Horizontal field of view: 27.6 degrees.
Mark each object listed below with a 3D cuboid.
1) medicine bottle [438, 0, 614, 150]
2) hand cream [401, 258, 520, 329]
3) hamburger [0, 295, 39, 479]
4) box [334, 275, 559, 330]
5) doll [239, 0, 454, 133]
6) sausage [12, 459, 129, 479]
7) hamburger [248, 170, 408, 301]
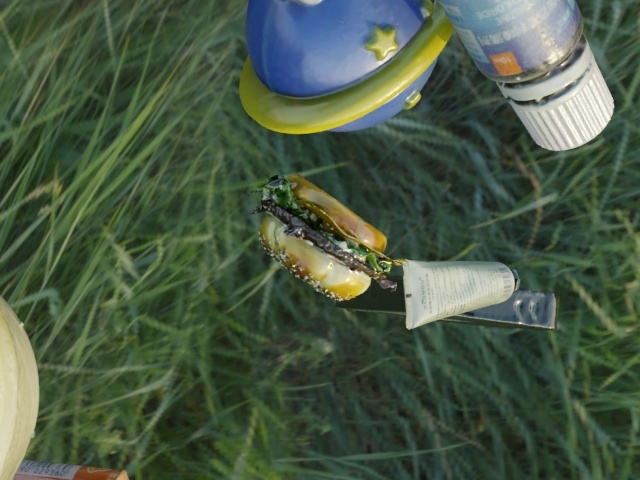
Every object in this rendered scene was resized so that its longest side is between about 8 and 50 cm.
[{"bbox_3d":[0.139,-0.152,0.908,0.083,0.083,0.203,-55,131,-20],"label":"medicine bottle"},{"bbox_3d":[0.166,0.057,1.559,0.234,0.050,0.080,-3,87,-51],"label":"hand cream"},{"bbox_3d":[-0.299,0.129,0.771,0.227,0.151,0.295,24,87,22],"label":"hamburger"},{"bbox_3d":[0.171,0.088,1.851,0.211,0.350,0.058,10,85,-18],"label":"box"},{"bbox_3d":[0.023,-0.220,0.954,0.311,0.159,0.242,-47,122,-11],"label":"doll"},{"bbox_3d":[-0.356,0.286,1.487,0.274,0.074,0.074,3,76,12],"label":"sausage"},{"bbox_3d":[-0.003,-0.003,1.405,0.189,0.164,0.093,36,91,-20],"label":"hamburger"}]
